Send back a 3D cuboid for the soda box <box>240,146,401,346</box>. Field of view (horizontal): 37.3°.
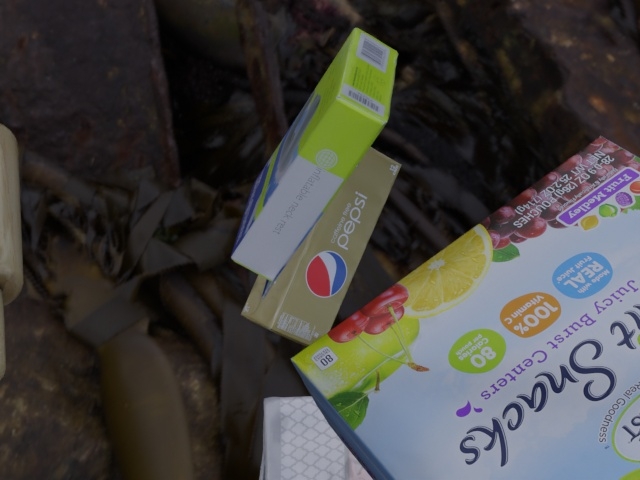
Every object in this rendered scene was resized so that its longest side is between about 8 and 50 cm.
[{"bbox_3d":[0.000,0.000,0.840,0.058,0.061,0.181,27,84,-31],"label":"soda box"}]

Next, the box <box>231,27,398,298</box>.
[{"bbox_3d":[-0.009,-0.054,0.682,0.042,0.178,0.109,28,36,-12],"label":"box"}]

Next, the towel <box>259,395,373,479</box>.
[{"bbox_3d":[0.088,0.284,0.972,0.317,0.053,0.331,-6,44,6],"label":"towel"}]

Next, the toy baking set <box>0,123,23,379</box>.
[{"bbox_3d":[-0.159,-0.073,0.334,0.030,0.196,0.256,-19,47,2],"label":"toy baking set"}]

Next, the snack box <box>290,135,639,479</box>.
[{"bbox_3d":[0.120,0.062,0.445,0.207,0.070,0.174,-35,44,-10],"label":"snack box"}]
